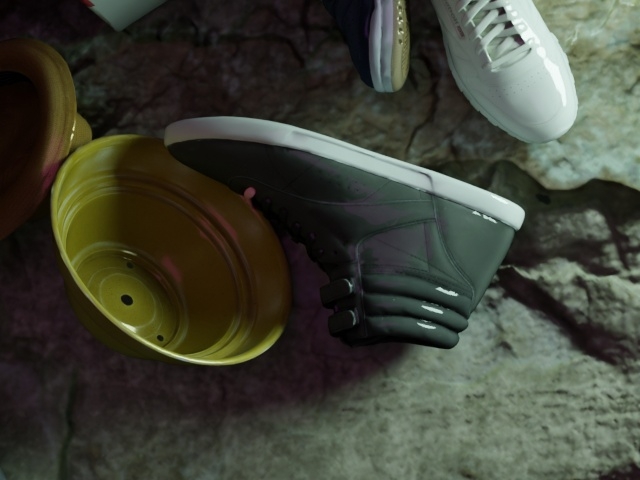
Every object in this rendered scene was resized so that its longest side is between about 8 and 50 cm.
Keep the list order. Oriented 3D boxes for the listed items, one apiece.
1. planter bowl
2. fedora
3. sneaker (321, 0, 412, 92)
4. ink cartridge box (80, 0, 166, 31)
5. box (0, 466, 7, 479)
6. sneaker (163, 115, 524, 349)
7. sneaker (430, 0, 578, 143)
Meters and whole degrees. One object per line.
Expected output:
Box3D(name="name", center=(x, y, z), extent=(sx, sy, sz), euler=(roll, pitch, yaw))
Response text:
Box3D(name="planter bowl", center=(-0.137, 0.028, 1.387), extent=(0.217, 0.217, 0.090), euler=(54, 129, 11))
Box3D(name="fedora", center=(-0.251, -0.071, 1.433), extent=(0.194, 0.079, 0.194), euler=(-13, 68, 37))
Box3D(name="sneaker", center=(-0.011, -0.247, 1.410), extent=(0.153, 0.099, 0.282), euler=(-7, 76, 5))
Box3D(name="ink cartridge box", center=(-0.210, -0.329, 1.408), extent=(0.114, 0.197, 0.273), euler=(-32, 80, 4))
Box3D(name="box", center=(-0.379, 0.238, 1.389), extent=(0.262, 0.127, 0.231), euler=(-27, 81, -7))
Box3D(name="sneaker", center=(0.000, 0.000, 1.374), extent=(0.295, 0.104, 0.147), euler=(17, 83, 5))
Box3D(name="sneaker", center=(0.128, -0.183, 1.382), extent=(0.090, 0.095, 0.235), euler=(-29, 81, 5))
